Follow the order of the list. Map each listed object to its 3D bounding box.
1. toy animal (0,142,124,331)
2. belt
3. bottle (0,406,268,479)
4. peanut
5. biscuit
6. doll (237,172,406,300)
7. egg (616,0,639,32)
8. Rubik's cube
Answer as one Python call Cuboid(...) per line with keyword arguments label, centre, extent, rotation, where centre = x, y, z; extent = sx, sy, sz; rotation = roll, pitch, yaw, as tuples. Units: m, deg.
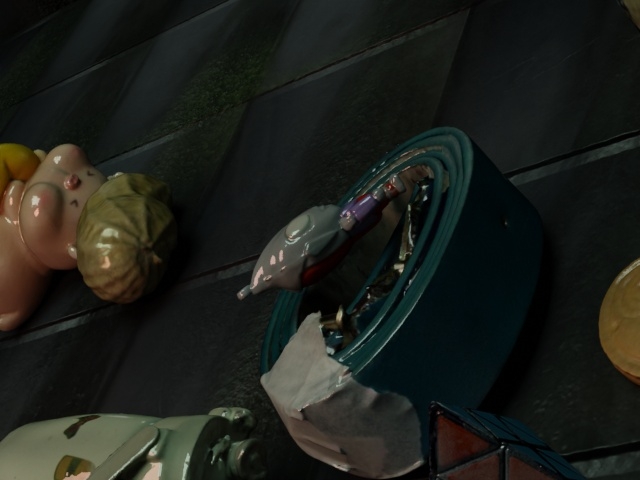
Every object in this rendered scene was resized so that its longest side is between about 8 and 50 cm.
Cuboid(label="toy animal", centre=(-0.495, -0.037, 2.306), extent=(0.247, 0.277, 0.345), rotation=(2, 45, 34))
Cuboid(label="belt", centre=(0.094, 0.066, 1.517), extent=(0.300, 0.173, 0.436), rotation=(-24, 27, 44))
Cuboid(label="bottle", centre=(-0.215, 0.306, 1.520), extent=(0.351, 0.229, 0.229), rotation=(-12, 39, 37))
Cuboid(label="peanut", centre=(-0.326, -0.011, 2.158), extent=(0.174, 0.158, 0.340), rotation=(-58, 22, 11))
Cuboid(label="biscuit", centre=(0.399, 0.031, 1.335), extent=(0.289, 0.044, 0.202), rotation=(-51, 30, -15))
Cuboid(label="doll", centre=(0.000, 0.000, 1.476), extent=(0.227, 0.075, 0.102), rotation=(-34, 0, 2))
Cuboid(label="egg", centre=(0.486, -0.362, 1.469), extent=(0.345, 0.345, 0.428), rotation=(-31, 28, 17))
Cuboid(label="Rubik's cube", centre=(0.168, 0.243, 1.296), extent=(0.190, 0.211, 0.178), rotation=(-56, -2, 22))
